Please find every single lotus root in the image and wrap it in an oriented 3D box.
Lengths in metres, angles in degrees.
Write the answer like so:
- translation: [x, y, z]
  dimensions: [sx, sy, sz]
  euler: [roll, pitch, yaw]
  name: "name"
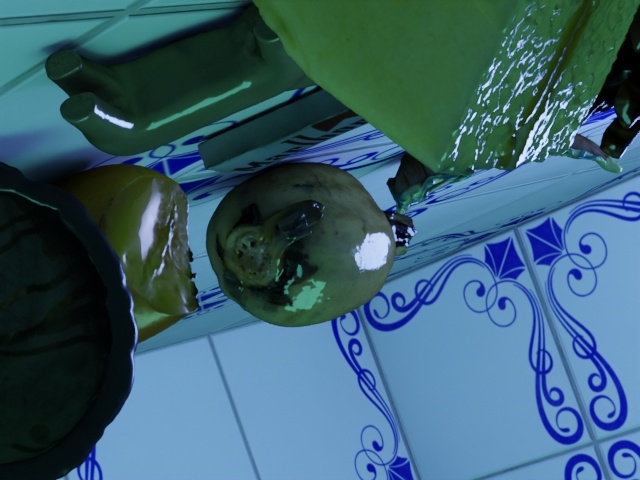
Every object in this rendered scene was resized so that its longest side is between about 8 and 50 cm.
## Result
- translation: [0.000, 0.000, 2.101]
  dimensions: [0.183, 0.182, 0.310]
  euler: [-24, 173, 34]
  name: "lotus root"

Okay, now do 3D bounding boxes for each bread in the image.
- translation: [0.111, -0.196, 1.207]
  dimensions: [0.236, 0.198, 0.263]
  euler: [-58, 161, 19]
  name: "bread"

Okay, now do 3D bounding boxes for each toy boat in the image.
- translation: [0.226, -0.101, 2.353]
  dimensions: [0.293, 0.099, 0.108]
  euler: [-13, 174, 3]
  name: "toy boat"

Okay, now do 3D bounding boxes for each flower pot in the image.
- translation: [-0.325, 0.079, 1.503]
  dimensions: [0.267, 0.266, 0.267]
  euler: [-15, -176, -41]
  name: "flower pot"

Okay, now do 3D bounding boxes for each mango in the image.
- translation: [-0.239, 0.028, 1.682]
  dimensions: [0.257, 0.187, 0.138]
  euler: [-20, 140, 33]
  name: "mango"

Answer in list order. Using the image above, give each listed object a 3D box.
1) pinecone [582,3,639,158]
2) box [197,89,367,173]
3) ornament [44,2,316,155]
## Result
- translation: [0.285, -0.157, 1.395]
  dimensions: [0.264, 0.264, 0.264]
  euler: [-20, 174, -2]
  name: "pinecone"
- translation: [-0.015, -0.109, 1.761]
  dimensions: [0.177, 0.036, 0.115]
  euler: [-22, 173, 22]
  name: "box"
- translation: [-0.064, -0.124, 1.337]
  dimensions: [0.230, 0.061, 0.245]
  euler: [-22, 173, 2]
  name: "ornament"
